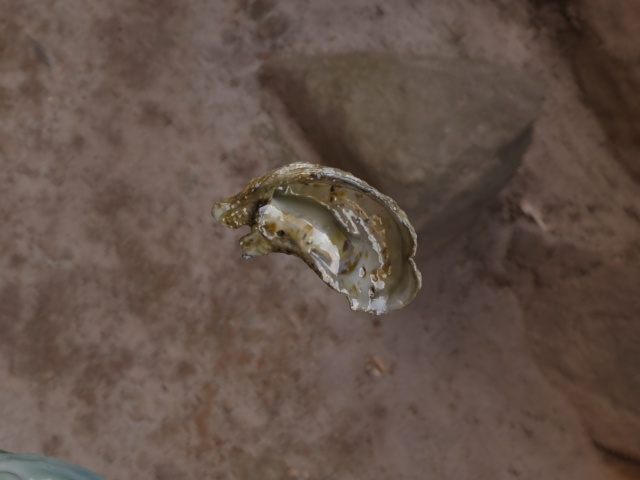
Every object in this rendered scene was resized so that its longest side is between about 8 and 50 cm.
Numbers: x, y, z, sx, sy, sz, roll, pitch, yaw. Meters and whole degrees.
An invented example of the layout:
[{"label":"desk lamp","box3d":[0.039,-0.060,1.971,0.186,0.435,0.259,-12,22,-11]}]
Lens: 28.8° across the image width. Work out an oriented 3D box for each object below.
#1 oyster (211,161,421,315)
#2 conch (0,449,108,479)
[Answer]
[{"label":"oyster","box3d":[0.000,0.000,0.563,0.038,0.080,0.083,-119,-173,-67]},{"label":"conch","box3d":[-0.115,0.177,0.451,0.195,0.277,0.220,24,37,6]}]
